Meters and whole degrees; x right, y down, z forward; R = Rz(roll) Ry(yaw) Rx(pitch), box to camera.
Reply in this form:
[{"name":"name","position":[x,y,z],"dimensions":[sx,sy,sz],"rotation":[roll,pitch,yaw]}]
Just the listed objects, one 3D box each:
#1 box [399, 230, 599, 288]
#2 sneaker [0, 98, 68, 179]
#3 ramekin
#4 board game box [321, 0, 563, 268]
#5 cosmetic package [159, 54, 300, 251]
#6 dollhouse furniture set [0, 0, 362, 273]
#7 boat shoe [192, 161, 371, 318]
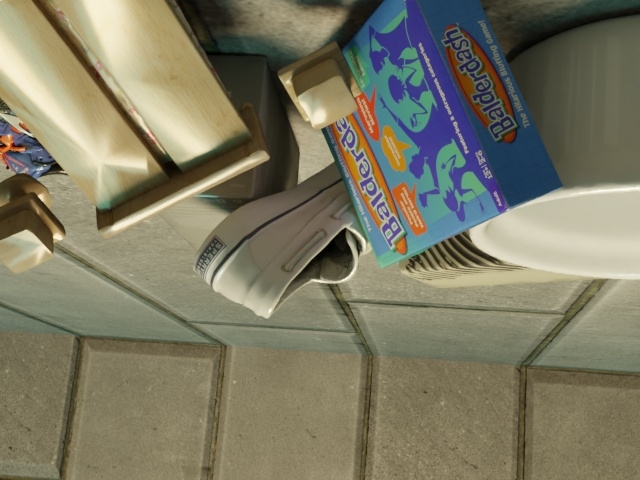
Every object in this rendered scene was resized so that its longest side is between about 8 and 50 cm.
[{"name":"box","position":[0.223,-0.016,0.955],"dimensions":[0.275,0.113,0.094],"rotation":[-8,160,38]},{"name":"sneaker","position":[-0.273,-0.099,0.827],"dimensions":[0.221,0.087,0.083],"rotation":[13,163,-32]},{"name":"ramekin","position":[0.256,-0.062,0.696],"dimensions":[0.277,0.135,0.277],"rotation":[4,167,1]},{"name":"board game box","position":[0.068,-0.077,0.649],"dimensions":[0.047,0.160,0.210],"rotation":[-22,175,-21]},{"name":"cosmetic package","position":[-0.082,-0.064,0.827],"dimensions":[0.107,0.127,0.238],"rotation":[3,164,4]},{"name":"dollhouse furniture set","position":[-0.200,-0.165,0.606],"dimensions":[0.356,0.173,0.303],"rotation":[-25,134,7]},{"name":"boat shoe","position":[0.000,0.000,0.764],"dimensions":[0.258,0.084,0.095],"rotation":[-32,158,-50]}]
